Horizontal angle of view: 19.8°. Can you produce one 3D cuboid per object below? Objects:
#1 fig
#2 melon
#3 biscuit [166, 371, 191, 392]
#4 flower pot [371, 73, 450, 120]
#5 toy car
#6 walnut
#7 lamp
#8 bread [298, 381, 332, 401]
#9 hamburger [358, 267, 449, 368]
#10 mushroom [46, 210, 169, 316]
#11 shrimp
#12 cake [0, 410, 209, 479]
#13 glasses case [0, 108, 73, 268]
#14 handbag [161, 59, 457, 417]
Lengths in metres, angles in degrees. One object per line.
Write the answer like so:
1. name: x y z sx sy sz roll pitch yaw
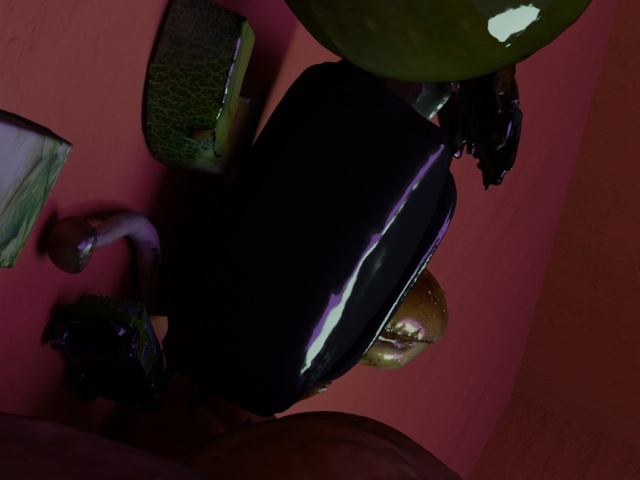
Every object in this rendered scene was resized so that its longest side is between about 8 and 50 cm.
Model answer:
1. fig: 0.076 -0.275 1.419 0.316 0.316 0.316 22 90 -76
2. melon: -0.089 -0.115 1.492 0.209 0.064 0.118 60 48 -76
3. biscuit: -0.121 0.169 1.857 0.236 0.040 0.144 63 43 -69
4. flower pot: 0.052 -0.095 1.962 0.229 0.103 0.108 -69 165 6
5. toy car: -0.167 0.086 1.484 0.165 0.071 0.062 81 19 -65
6. walnut: -0.030 0.285 1.484 0.344 0.306 0.306 -35 166 3
7. lamp: -0.105 0.227 1.691 0.188 0.164 0.187 -32 145 -27
8. bread: -0.046 0.163 2.099 0.062 0.109 0.043 65 19 -6
9. hamburger: 0.103 0.091 2.393 0.262 0.131 0.124 -40 150 -72
10. mushroom: -0.156 0.013 1.483 0.068 0.043 0.306 -50 167 0
11. shrimp: 0.165 -0.182 2.051 0.233 0.071 0.365 101 -15 -53
12. cake: -0.183 0.266 1.177 0.309 0.230 0.237 -127 -126 -75
13. glasses case: -0.232 -0.043 1.048 0.095 0.062 0.272 -62 166 2
14. handbag: 0.003 0.002 1.628 0.302 0.178 0.275 -59 176 5
